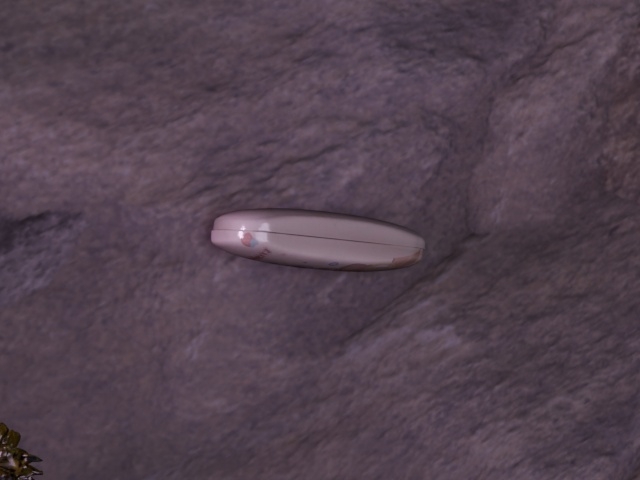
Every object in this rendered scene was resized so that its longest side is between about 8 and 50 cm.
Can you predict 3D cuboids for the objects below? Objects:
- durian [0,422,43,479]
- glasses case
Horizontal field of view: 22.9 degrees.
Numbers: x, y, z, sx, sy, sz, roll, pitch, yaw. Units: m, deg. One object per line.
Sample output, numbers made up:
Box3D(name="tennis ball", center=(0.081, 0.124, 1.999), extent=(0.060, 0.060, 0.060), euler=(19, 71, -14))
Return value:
Box3D(name="durian", center=(-0.282, 0.297, 1.218), extent=(0.306, 0.166, 0.172), euler=(-61, 150, -8))
Box3D(name="glasses case", center=(0.000, 0.000, 1.399), extent=(0.204, 0.081, 0.051), euler=(6, 88, -31))
